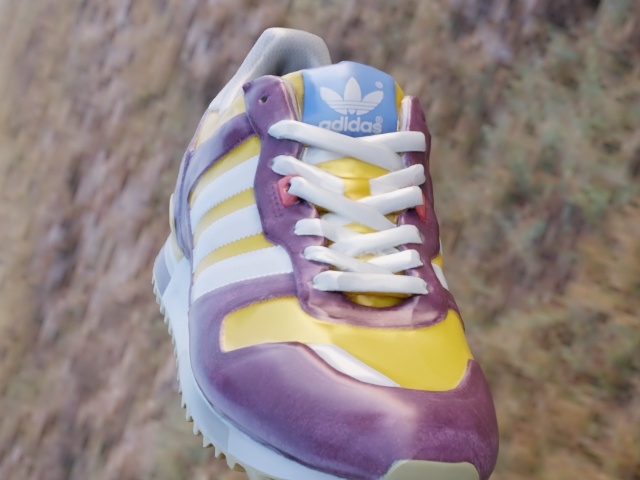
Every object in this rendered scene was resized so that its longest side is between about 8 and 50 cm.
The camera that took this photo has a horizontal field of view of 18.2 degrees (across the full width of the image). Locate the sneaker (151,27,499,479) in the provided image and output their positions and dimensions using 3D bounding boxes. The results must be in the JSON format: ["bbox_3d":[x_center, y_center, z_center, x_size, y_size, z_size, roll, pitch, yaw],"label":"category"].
[{"bbox_3d":[0.000,0.000,0.502,0.185,0.069,0.084,-132,54,-63],"label":"sneaker"}]
